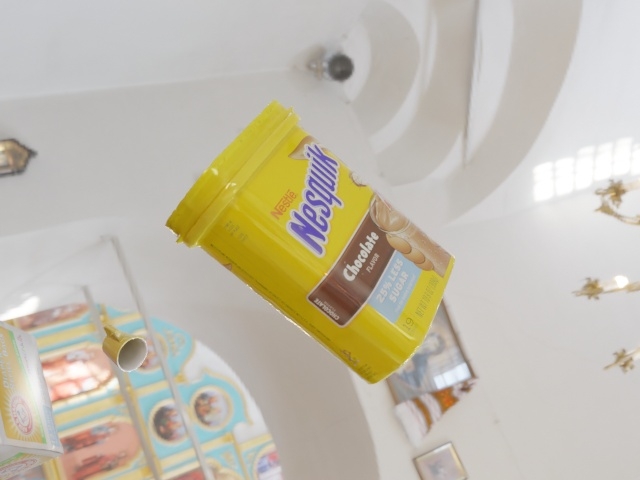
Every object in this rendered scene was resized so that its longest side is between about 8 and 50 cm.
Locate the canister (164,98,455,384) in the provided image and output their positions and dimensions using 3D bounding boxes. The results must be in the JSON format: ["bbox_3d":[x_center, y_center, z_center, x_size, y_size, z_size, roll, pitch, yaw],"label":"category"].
[{"bbox_3d":[0.000,0.000,0.516,0.170,0.126,0.073,40,-50,-6],"label":"canister"}]

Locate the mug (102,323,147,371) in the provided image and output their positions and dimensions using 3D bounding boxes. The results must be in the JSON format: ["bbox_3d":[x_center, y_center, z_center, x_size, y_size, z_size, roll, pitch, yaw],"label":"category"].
[{"bbox_3d":[-0.337,0.175,1.311,0.064,0.062,0.078,21,-70,38],"label":"mug"}]

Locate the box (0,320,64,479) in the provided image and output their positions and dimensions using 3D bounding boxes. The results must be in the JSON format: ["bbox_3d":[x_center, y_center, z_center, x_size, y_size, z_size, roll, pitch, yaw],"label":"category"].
[{"bbox_3d":[-0.327,0.153,0.610,0.103,0.203,0.114,69,-3,-70],"label":"box"}]
